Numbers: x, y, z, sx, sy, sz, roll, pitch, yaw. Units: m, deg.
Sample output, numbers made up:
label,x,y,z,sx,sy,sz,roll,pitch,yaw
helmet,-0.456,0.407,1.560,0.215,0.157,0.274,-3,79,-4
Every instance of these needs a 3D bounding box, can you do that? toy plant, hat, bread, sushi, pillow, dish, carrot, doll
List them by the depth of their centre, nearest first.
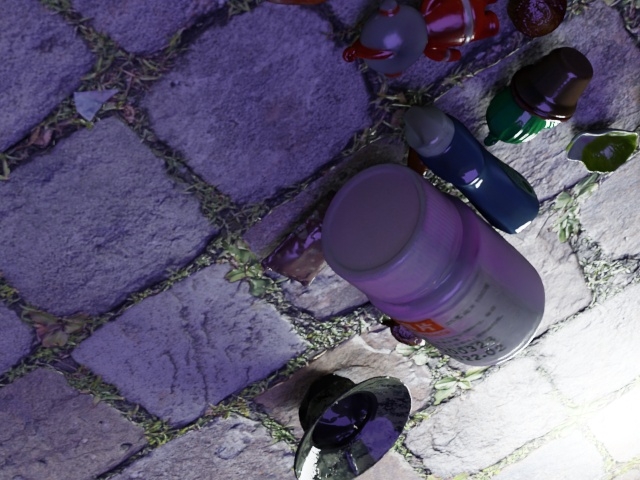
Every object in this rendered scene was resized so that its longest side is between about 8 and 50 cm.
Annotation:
label,x,y,z,sx,sy,sz,roll,pitch,yaw
doll,0.142,-0.296,1.389,0.245,0.076,0.142,-20,133,-11
bread,0.319,-0.336,1.439,0.085,0.053,0.085,-12,132,-13
toy plant,0.333,-0.212,1.528,0.143,0.105,0.200,-8,153,-41
carrot,0.154,-0.152,1.547,0.035,0.035,0.142,-12,125,-13
pillow,0.000,0.000,1.603,0.118,0.043,0.185,26,112,-41
dish,0.463,-0.162,1.661,0.137,0.039,0.091,5,131,-25
sushi,0.161,0.164,1.814,0.099,0.047,0.050,35,99,-22
hat,0.033,0.325,1.843,0.265,0.128,0.265,-22,134,-24

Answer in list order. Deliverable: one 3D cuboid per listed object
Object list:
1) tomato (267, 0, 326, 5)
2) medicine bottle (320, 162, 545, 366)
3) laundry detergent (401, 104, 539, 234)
label,x,y,z,sx,sy,sz,roll,pitch,yaw
tomato,-0.015,-0.376,1.210,0.214,0.180,0.155,-21,152,6
medicine bottle,0.187,0.046,1.583,0.219,0.219,0.388,-41,138,14
laundry detergent,0.222,-0.113,1.514,0.094,0.143,0.290,-43,137,16
